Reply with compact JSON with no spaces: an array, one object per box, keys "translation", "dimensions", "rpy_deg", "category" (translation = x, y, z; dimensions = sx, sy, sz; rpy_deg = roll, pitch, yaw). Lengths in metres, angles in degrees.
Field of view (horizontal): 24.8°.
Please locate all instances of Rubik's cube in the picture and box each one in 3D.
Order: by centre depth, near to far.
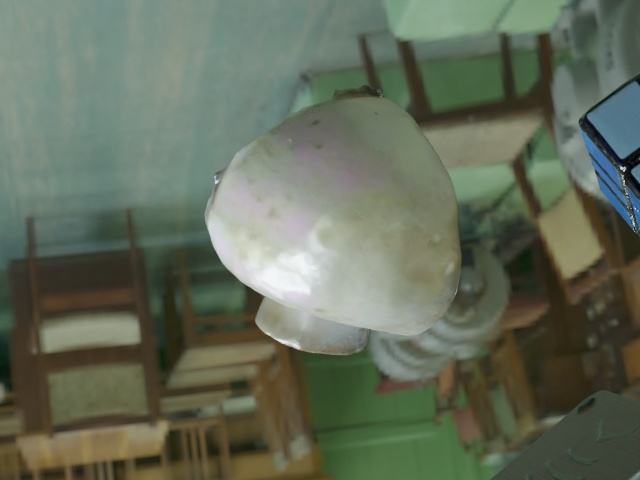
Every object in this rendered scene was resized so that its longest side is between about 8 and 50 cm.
[{"translation":[0.551,-0.101,1.965],"dimensions":[0.293,0.283,0.288],"rpy_deg":[-37,153,1],"category":"Rubik's cube"}]

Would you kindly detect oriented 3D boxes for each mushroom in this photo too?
[{"translation":[0.006,0.012,1.251],"dimensions":[0.162,0.173,0.236],"rpy_deg":[-6,125,-33],"category":"mushroom"}]

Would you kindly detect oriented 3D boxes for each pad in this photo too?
[{"translation":[0.232,0.261,1.506],"dimensions":[0.284,0.018,0.286],"rpy_deg":[-39,-175,-6],"category":"pad"}]
